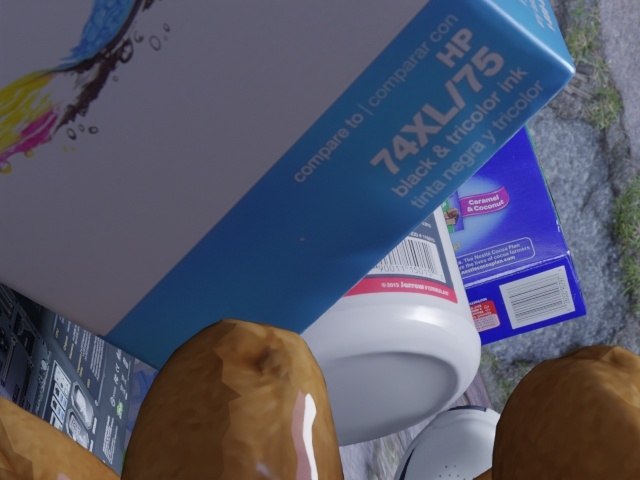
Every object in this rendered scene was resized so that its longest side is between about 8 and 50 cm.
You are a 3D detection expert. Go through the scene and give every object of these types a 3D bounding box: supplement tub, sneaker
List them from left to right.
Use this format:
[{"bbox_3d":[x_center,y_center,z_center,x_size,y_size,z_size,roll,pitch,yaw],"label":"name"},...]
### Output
[{"bbox_3d":[0.000,0.000,1.085,0.191,0.191,0.272,56,18,-57],"label":"supplement tub"},{"bbox_3d":[0.061,0.236,1.028,0.094,0.235,0.153,36,26,1],"label":"sneaker"}]

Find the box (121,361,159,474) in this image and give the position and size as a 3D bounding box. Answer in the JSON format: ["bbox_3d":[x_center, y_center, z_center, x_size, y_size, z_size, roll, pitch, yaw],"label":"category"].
[{"bbox_3d":[-0.052,0.164,0.702,0.103,0.114,0.203,60,15,-55],"label":"box"}]

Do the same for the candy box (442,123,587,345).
[{"bbox_3d":[0.079,-0.045,1.391,0.122,0.268,0.317,64,12,-54],"label":"candy box"}]

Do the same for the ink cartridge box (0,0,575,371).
[{"bbox_3d":[-0.084,-0.117,0.532,0.270,0.197,0.198,32,29,-27],"label":"ink cartridge box"}]

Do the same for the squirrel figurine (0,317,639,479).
[{"bbox_3d":[0.028,0.217,0.371,0.370,0.281,0.397,169,-68,-69],"label":"squirrel figurine"}]

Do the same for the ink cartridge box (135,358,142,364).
[{"bbox_3d":[-0.081,0.066,0.891,0.104,0.061,0.181,55,18,-59],"label":"ink cartridge box"}]

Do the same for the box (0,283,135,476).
[{"bbox_3d":[-0.146,0.017,0.628,0.233,0.059,0.183,-94,163,-54],"label":"box"}]
